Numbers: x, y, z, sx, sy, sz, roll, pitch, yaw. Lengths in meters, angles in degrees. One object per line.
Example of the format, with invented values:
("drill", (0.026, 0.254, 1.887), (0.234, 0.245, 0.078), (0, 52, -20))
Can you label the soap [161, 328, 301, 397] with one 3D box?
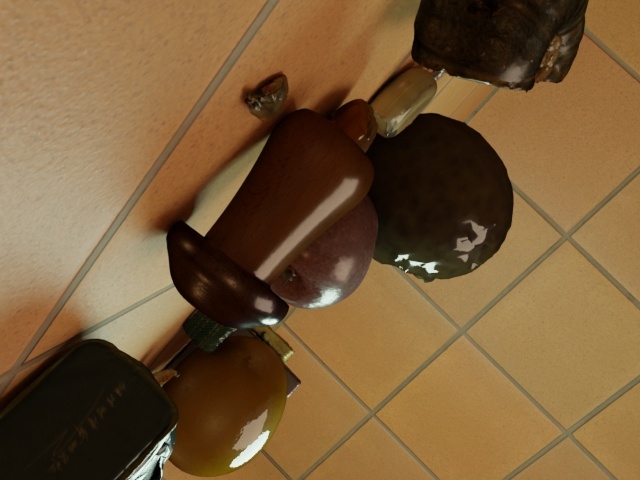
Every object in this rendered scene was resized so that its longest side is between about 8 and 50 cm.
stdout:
("soap", (-0.247, 0.375, 1.942), (0.296, 0.285, 0.107), (-46, 175, -6))

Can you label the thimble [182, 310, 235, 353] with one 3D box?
("thimble", (-0.233, 0.182, 1.658), (0.118, 0.090, 0.135), (-47, 177, 41))

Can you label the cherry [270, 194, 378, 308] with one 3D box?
("cherry", (0.000, 0.000, 1.449), (0.307, 0.221, 0.261), (-60, -178, -38))

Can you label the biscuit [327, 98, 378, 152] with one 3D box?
("biscuit", (0.016, -0.149, 1.147), (0.170, 0.050, 0.170), (-43, -157, 23))

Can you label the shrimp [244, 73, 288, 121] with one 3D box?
("shrimp", (-0.059, -0.166, 0.843), (0.059, 0.023, 0.108), (-55, 173, 4))

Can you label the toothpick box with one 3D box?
("toothpick box", (-0.068, -0.023, 0.991), (0.294, 0.192, 0.192), (-50, 175, -6))

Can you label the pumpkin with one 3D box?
("pumpkin", (0.255, -0.349, 1.059), (0.325, 0.242, 0.232), (-27, 132, -59))

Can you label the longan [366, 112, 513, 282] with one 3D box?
("longan", (0.229, -0.090, 1.643), (0.391, 0.391, 0.391), (-45, 174, -6))

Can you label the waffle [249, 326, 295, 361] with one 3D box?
("waffle", (-0.189, 0.312, 2.245), (0.091, 0.213, 0.308), (-45, 173, -17))

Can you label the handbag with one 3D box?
("handbag", (-0.340, 0.294, 1.073), (0.263, 0.222, 0.241), (-44, 169, -25))

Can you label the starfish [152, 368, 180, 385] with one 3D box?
("starfish", (-0.408, 0.345, 1.597), (0.301, 0.084, 0.293), (-36, 171, -38))

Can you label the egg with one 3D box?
("egg", (-0.231, 0.385, 1.743), (0.351, 0.282, 0.282), (-48, 174, 4))

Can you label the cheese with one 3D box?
("cheese", (0.185, -0.290, 1.420), (0.249, 0.071, 0.163), (-44, 175, -13))
